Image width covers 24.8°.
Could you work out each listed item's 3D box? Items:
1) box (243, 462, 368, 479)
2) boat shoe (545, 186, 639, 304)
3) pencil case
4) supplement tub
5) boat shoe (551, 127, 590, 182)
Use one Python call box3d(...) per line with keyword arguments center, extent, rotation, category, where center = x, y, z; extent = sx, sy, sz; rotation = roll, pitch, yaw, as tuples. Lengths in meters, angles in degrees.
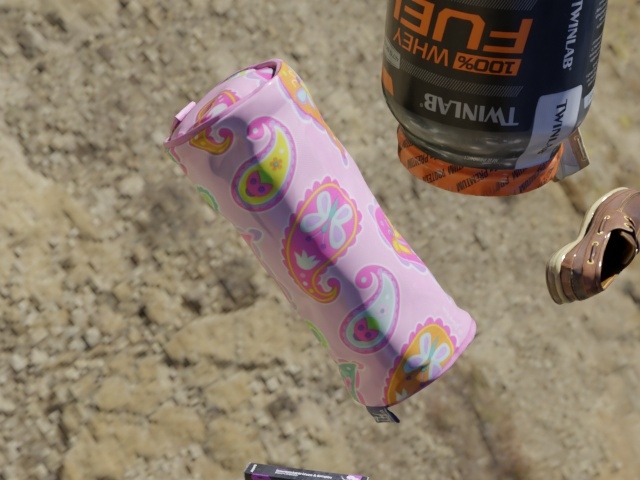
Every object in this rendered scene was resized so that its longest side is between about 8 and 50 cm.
box3d(center=(-0.016, 0.348, 1.875), extent=(0.029, 0.162, 0.116), rotation=(-59, 150, -59), category="box")
box3d(center=(0.287, 0.005, 1.439), extent=(0.178, 0.060, 0.064), rotation=(-43, 119, -41), category="boat shoe")
box3d(center=(0.000, 0.000, 1.122), extent=(0.284, 0.124, 0.124), rotation=(54, 38, -18), category="pencil case")
box3d(center=(0.093, -0.126, 0.768), extent=(0.117, 0.190, 0.117), rotation=(2, 31, -1), category="supplement tub")
box3d(center=(0.212, -0.119, 1.299), extent=(0.050, 0.045, 0.135), rotation=(-117, -169, -58), category="boat shoe")
